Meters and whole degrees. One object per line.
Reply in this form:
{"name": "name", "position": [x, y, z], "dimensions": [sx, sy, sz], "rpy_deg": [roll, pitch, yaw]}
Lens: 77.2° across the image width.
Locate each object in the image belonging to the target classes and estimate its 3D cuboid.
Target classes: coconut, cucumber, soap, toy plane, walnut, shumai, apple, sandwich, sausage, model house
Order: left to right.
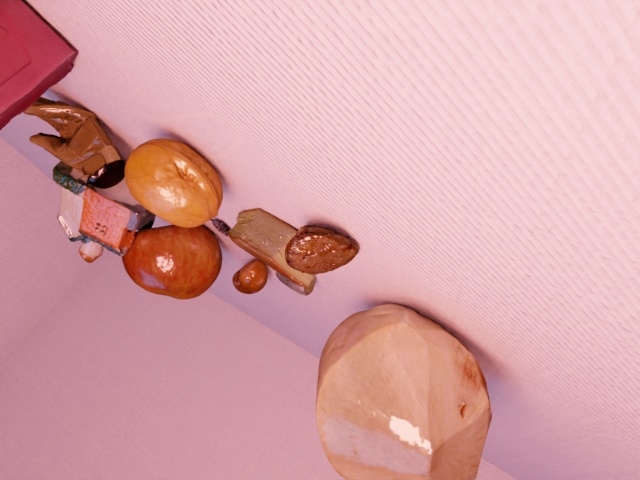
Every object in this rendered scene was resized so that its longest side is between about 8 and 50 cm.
{"name": "soap", "position": [-0.657, -0.384, 0.681], "dimensions": [0.359, 0.233, 0.128], "rpy_deg": [46, 155, -27]}
{"name": "model house", "position": [-0.629, -0.070, 1.176], "dimensions": [0.271, 0.190, 0.301], "rpy_deg": [29, 117, -6]}
{"name": "apple", "position": [-0.482, 0.075, 1.317], "dimensions": [0.308, 0.250, 0.277], "rpy_deg": [-7, -177, 7]}
{"name": "walnut", "position": [-0.297, -0.117, 0.831], "dimensions": [0.206, 0.159, 0.159], "rpy_deg": [41, 159, -15]}
{"name": "toy plane", "position": [-0.304, -0.049, 1.175], "dimensions": [0.120, 0.031, 0.049], "rpy_deg": [43, 167, -30]}
{"name": "sausage", "position": [-0.240, 0.131, 1.376], "dimensions": [0.108, 0.109, 0.270], "rpy_deg": [37, 160, -6]}
{"name": "sandwich", "position": [-0.116, 0.003, 0.909], "dimensions": [0.257, 0.094, 0.096], "rpy_deg": [29, 160, 18]}
{"name": "cucumber", "position": [-0.070, 0.105, 1.112], "dimensions": [0.111, 0.064, 0.064], "rpy_deg": [24, 157, 30]}
{"name": "shumai", "position": [-0.005, 0.007, 0.770], "dimensions": [0.123, 0.139, 0.105], "rpy_deg": [-43, 69, 41]}
{"name": "coconut", "position": [0.178, 0.335, 0.848], "dimensions": [0.415, 0.345, 0.415], "rpy_deg": [25, -174, -3]}

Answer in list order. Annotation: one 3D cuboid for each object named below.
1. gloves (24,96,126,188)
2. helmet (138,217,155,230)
{"name": "gloves", "position": [-0.639, -0.271, 1.031], "dimensions": [0.331, 0.141, 0.154], "rpy_deg": [42, 149, 4]}
{"name": "helmet", "position": [-0.644, -0.123, 1.365], "dimensions": [0.198, 0.154, 0.253], "rpy_deg": [37, 176, -15]}
